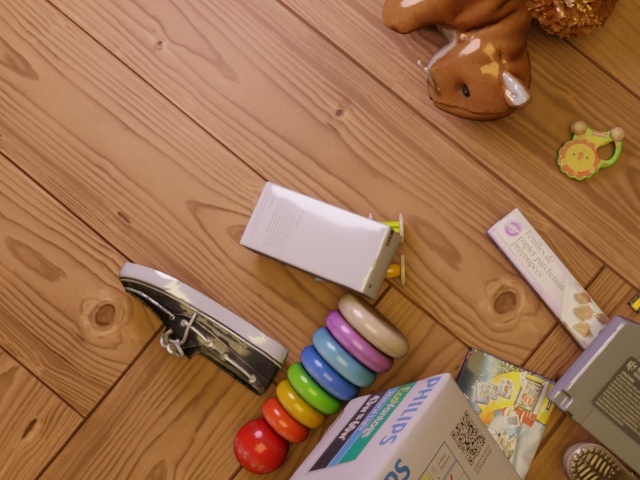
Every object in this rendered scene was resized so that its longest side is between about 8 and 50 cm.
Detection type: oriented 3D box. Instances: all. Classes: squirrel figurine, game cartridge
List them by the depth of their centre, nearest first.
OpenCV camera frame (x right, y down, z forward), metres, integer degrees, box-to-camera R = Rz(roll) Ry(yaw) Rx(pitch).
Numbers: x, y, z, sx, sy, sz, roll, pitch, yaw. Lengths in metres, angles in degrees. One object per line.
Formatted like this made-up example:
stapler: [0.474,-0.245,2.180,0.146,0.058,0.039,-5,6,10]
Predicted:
squirrel figurine: [0.292,-0.386,1.746,0.397,0.281,0.370,-16,93,4]
game cartridge: [0.521,0.259,1.763,0.297,0.062,0.198,40,88,-16]

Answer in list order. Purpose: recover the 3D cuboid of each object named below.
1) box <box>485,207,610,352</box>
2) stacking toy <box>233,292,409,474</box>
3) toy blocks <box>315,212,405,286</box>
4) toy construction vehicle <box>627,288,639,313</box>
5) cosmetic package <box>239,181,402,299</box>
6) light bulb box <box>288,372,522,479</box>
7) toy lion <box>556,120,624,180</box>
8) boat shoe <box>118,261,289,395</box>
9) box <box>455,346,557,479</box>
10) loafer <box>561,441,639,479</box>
box: [0.393,0.091,1.815,0.063,0.067,0.324,-39,87,0]
stacking toy: [-0.011,0.247,1.800,0.141,0.141,0.330,41,95,4]
toy blocks: [0.064,0.017,1.838,0.148,0.054,0.123,-2,88,3]
toy construction vehicle: [0.563,0.099,1.826,0.098,0.035,0.086,-45,75,-3]
cosmetic package: [0.000,0.000,1.791,0.231,0.085,0.117,22,86,21]
light bulb box: [0.127,0.449,1.606,0.225,0.358,0.361,-23,105,45]
toy lion: [0.442,-0.145,1.842,0.100,0.034,0.096,9,95,3]
boat shoe: [-0.206,0.147,1.815,0.306,0.113,0.105,32,75,-6]
box: [0.274,0.310,1.819,0.159,0.044,0.233,23,89,3]
loafer: [0.481,0.413,1.786,0.102,0.092,0.268,-39,102,2]
